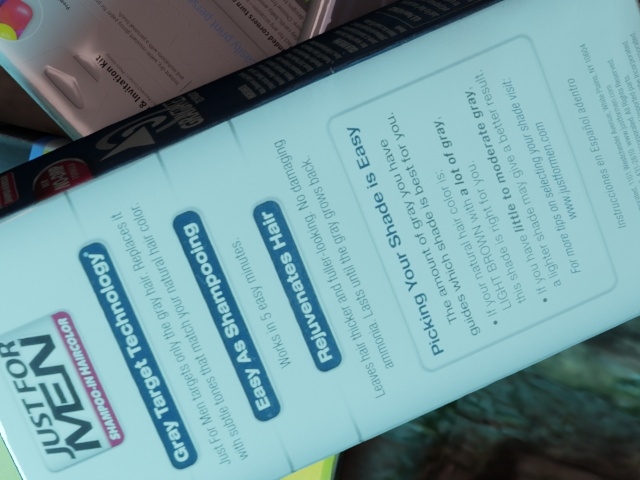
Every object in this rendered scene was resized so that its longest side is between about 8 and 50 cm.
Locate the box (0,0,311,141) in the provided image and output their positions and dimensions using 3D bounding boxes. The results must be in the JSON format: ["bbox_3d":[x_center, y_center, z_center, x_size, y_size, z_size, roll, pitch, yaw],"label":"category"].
[{"bbox_3d":[-0.071,-0.128,0.977,0.186,0.038,0.145,-44,88,-12],"label":"box"}]

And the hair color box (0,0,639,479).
[{"bbox_3d":[0.000,0.000,0.903,0.347,0.105,0.174,-24,107,-6],"label":"hair color box"}]

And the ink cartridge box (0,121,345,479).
[{"bbox_3d":[-0.137,0.101,1.032,0.303,0.072,0.307,13,96,7],"label":"ink cartridge box"}]

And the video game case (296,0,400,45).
[{"bbox_3d":[0.077,-0.100,0.963,0.173,0.022,0.190,16,100,-15],"label":"video game case"}]
